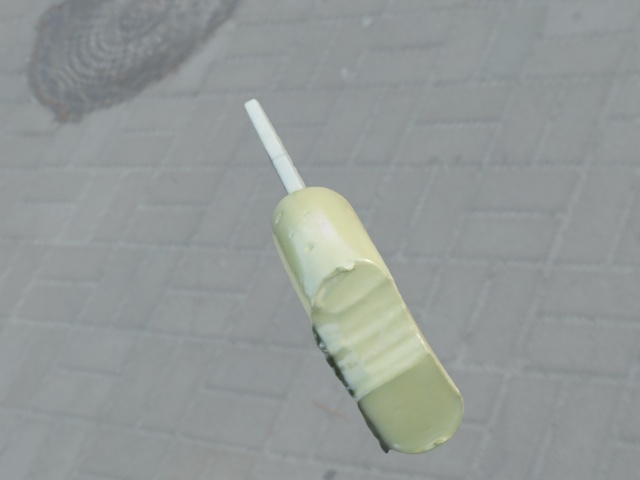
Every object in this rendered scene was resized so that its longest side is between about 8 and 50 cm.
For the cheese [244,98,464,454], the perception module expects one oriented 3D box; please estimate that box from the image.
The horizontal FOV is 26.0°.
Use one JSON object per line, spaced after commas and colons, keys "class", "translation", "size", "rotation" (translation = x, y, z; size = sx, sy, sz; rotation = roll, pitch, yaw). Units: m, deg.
{"class": "cheese", "translation": [0.000, 0.000, 0.775], "size": [0.050, 0.127, 0.255], "rotation": [-30, 45, 2]}
